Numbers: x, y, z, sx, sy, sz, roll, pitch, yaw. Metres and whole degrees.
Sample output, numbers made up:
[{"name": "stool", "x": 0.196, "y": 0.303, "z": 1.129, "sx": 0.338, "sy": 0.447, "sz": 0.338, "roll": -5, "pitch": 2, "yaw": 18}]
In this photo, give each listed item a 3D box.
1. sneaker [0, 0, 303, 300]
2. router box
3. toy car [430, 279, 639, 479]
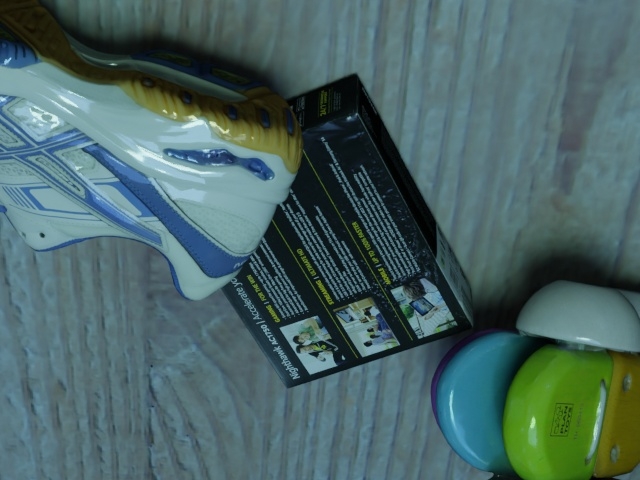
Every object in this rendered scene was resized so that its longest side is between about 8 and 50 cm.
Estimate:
[{"name": "sneaker", "x": -0.164, "y": -0.057, "z": 0.811, "sx": 0.296, "sy": 0.112, "sz": 0.131, "roll": 22, "pitch": 114, "yaw": -2}, {"name": "router box", "x": 0.000, "y": 0.000, "z": 0.918, "sx": 0.133, "sy": 0.046, "sz": 0.179, "roll": -20, "pitch": 124, "yaw": 16}, {"name": "toy car", "x": 0.138, "y": 0.101, "z": 0.928, "sx": 0.136, "sy": 0.182, "sz": 0.159, "roll": 11, "pitch": 92, "yaw": 31}]
